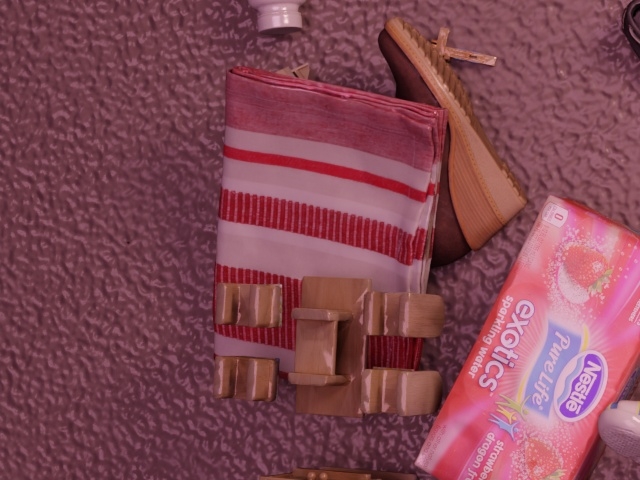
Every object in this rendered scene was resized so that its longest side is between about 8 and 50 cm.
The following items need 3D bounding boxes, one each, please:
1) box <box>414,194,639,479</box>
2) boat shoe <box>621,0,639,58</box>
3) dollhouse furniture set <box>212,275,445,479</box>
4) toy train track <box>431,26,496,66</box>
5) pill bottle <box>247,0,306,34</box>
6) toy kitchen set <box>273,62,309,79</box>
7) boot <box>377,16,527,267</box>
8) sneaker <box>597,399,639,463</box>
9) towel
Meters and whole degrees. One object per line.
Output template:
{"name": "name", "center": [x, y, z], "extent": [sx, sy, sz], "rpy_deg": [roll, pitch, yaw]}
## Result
{"name": "box", "center": [0.235, 0.121, 1.778], "extent": [0.154, 0.142, 0.300], "rpy_deg": [29, 97, 15]}
{"name": "boat shoe", "center": [0.369, -0.158, 1.784], "extent": [0.075, 0.065, 0.206], "rpy_deg": [-40, 78, 12]}
{"name": "dollhouse furniture set", "center": [0.021, 0.159, 1.827], "extent": [0.212, 0.161, 0.242], "rpy_deg": [2, 88, 26]}
{"name": "toy train track", "center": [0.142, -0.193, 1.883], "extent": [0.083, 0.014, 0.048], "rpy_deg": [13, 85, 11]}
{"name": "pill bottle", "center": [-0.047, -0.279, 1.916], "extent": [0.065, 0.065, 0.116], "rpy_deg": [-7, 87, 17]}
{"name": "toy kitchen set", "center": [-0.026, -0.137, 1.908], "extent": [0.068, 0.083, 0.075], "rpy_deg": [-29, 78, -28]}
{"name": "boot", "center": [0.068, -0.078, 1.847], "extent": [0.207, 0.090, 0.248], "rpy_deg": [-30, 94, 17]}
{"name": "sneaker", "center": [0.364, 0.158, 1.725], "extent": [0.091, 0.240, 0.126], "rpy_deg": [-15, 62, 54]}
{"name": "towel", "center": [0.000, 0.000, 1.851], "extent": [0.237, 0.037, 0.329], "rpy_deg": [13, 112, 20]}
